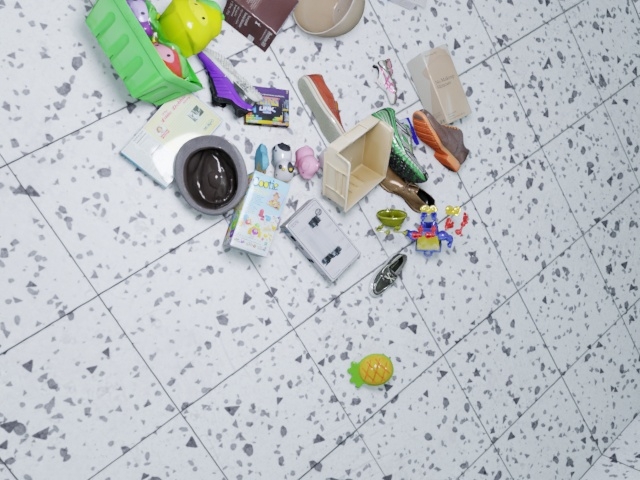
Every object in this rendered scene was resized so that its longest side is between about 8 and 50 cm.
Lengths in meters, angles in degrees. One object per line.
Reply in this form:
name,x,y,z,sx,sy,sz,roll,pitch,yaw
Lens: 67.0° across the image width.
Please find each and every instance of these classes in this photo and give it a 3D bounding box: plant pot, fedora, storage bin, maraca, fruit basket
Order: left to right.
fruit basket,-0.493,-0.666,1.557,0.391,0.283,0.392,1,96,10
fedora,-0.376,-0.229,1.691,0.243,0.124,0.276,-14,104,-3
plant pot,0.058,-0.899,1.840,0.191,0.284,0.284,-1,89,-57
storage bin,0.139,-0.292,1.809,0.123,0.260,0.262,35,58,23
maraca,0.201,0.522,1.935,0.185,0.099,0.127,-14,83,4

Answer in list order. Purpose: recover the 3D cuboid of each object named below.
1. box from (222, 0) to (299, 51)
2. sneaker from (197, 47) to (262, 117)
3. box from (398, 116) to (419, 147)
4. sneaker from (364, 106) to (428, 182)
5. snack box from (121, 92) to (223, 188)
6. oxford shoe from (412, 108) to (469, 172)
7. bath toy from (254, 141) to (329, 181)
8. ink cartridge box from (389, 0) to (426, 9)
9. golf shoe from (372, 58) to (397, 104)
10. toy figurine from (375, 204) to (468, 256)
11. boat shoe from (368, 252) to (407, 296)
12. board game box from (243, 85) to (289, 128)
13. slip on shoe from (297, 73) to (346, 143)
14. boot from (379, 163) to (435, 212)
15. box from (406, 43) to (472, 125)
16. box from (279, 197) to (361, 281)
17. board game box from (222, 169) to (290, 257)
box,-0.222,-0.840,1.756,0.203,0.168,0.167,34,76,-17
sneaker,-0.358,-0.558,1.733,0.293,0.102,0.146,45,111,4
box,0.321,-0.428,2.012,0.137,0.072,0.126,-28,99,-20
sneaker,0.325,-0.374,1.898,0.146,0.134,0.344,-37,98,-13
snack box,-0.514,-0.363,1.689,0.187,0.060,0.322,40,75,-16
oxford shoe,0.504,-0.440,2.010,0.133,0.130,0.363,-50,132,1
bath toy,-0.067,-0.298,1.828,0.348,0.129,0.152,-4,90,-22
ink cartridge box,0.361,-1.052,2.046,0.181,0.061,0.104,13,84,-20
golf shoe,0.270,-0.653,2.009,0.085,0.067,0.186,-14,95,6
toy figurine,0.409,-0.003,1.971,0.191,0.362,0.217,-72,158,-46
boat shoe,0.277,0.138,1.983,0.077,0.070,0.219,40,75,-16
board game box,-0.203,-0.502,1.821,0.170,0.048,0.141,-1,90,-22
slip on shoe,0.035,-0.502,1.882,0.101,0.123,0.331,-32,96,-23
boot,0.351,-0.229,1.999,0.305,0.115,0.112,35,79,-15
box,0.505,-0.651,2.062,0.148,0.121,0.311,-28,99,-20
box,0.000,0.000,1.869,0.169,0.087,0.290,-45,104,-16
board game box,-0.234,-0.092,1.749,0.144,0.142,0.275,21,82,-21
